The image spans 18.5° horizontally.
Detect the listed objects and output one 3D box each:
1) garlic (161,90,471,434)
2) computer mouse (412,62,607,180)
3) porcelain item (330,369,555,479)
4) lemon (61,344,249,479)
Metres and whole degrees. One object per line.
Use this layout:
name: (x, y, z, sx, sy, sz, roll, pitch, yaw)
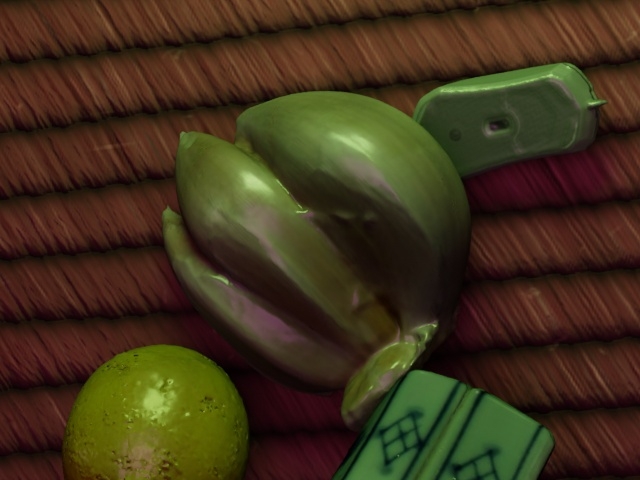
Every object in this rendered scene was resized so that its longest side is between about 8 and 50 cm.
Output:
garlic: (0.000, 0.000, 1.771, 0.279, 0.132, 0.325, -40, 89, 15)
computer mouse: (0.173, -0.112, 1.765, 0.181, 0.056, 0.089, -11, 107, 22)
porcelain item: (0.067, 0.272, 1.668, 0.157, 0.286, 0.281, 26, 135, 8)
lemon: (-0.148, 0.183, 1.791, 0.173, 0.206, 0.173, 3, 137, 3)
